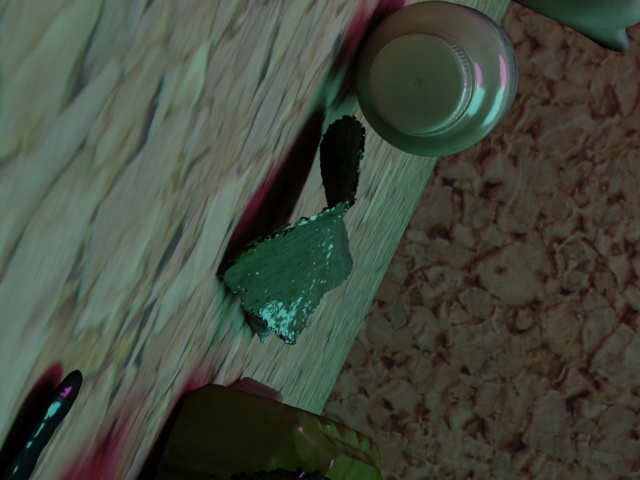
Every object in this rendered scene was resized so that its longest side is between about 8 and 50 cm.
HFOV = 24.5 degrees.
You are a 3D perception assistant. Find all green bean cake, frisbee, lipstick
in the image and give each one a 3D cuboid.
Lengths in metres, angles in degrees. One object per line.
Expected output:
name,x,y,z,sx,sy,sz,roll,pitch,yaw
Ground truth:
green bean cake,-0.046,0.237,1.063,0.233,0.124,0.236,45,61,-66
frisbee,-0.160,0.168,0.596,0.211,0.012,0.187,-66,174,32
lipstick,-0.067,0.150,1.245,0.145,0.045,0.045,-17,132,-84

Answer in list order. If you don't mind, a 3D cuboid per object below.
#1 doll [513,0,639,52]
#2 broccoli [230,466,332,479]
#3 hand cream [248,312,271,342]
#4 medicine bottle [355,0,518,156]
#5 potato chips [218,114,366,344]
doll,0.272,-0.354,1.278,0.226,0.215,0.370,-103,-146,-72
broccoli,-0.047,0.279,0.801,0.297,0.297,0.297,-31,148,-22
hand cream,-0.036,0.048,1.160,0.052,0.038,0.216,-39,178,-6
medicine bottle,0.084,-0.119,1.075,0.114,0.114,0.252,-65,174,12
potato chips,-0.007,-0.004,1.006,0.228,0.059,0.167,-56,167,-57
